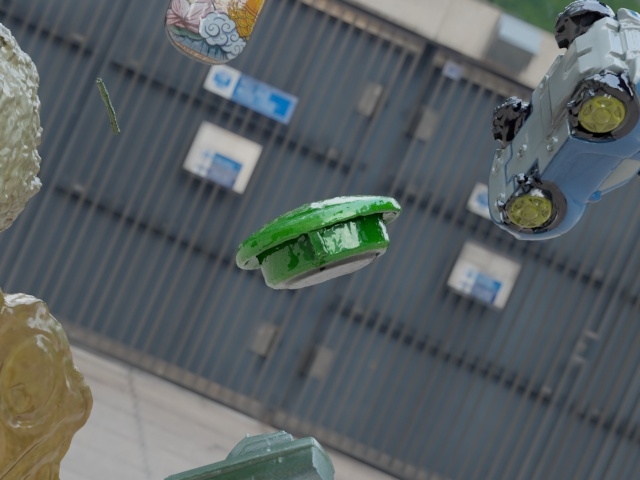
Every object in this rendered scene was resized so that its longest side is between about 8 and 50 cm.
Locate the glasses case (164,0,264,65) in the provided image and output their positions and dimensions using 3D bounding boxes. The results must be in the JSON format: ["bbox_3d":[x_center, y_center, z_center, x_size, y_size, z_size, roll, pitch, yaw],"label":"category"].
[{"bbox_3d":[-0.125,-0.402,2.101,0.122,0.321,0.082,24,-18,-14],"label":"glasses case"}]

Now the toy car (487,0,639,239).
[{"bbox_3d":[0.317,-0.127,1.754,0.166,0.314,0.198,21,38,-14],"label":"toy car"}]

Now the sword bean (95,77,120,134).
[{"bbox_3d":[-0.288,-0.182,1.990,0.012,0.012,0.083,24,-43,53],"label":"sword bean"}]

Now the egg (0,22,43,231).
[{"bbox_3d":[-0.396,-0.116,1.397,0.279,0.279,0.310,24,-13,22],"label":"egg"}]

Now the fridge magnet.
[{"bbox_3d":[0.000,0.000,1.753,0.208,0.088,0.208,-19,-7,-3],"label":"fridge magnet"}]

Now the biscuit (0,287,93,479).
[{"bbox_3d":[-0.350,0.192,1.523,0.051,0.269,0.376,17,-39,34],"label":"biscuit"}]

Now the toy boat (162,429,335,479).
[{"bbox_3d":[-0.113,0.255,1.489,0.085,0.260,0.078,-96,161,-44],"label":"toy boat"}]
